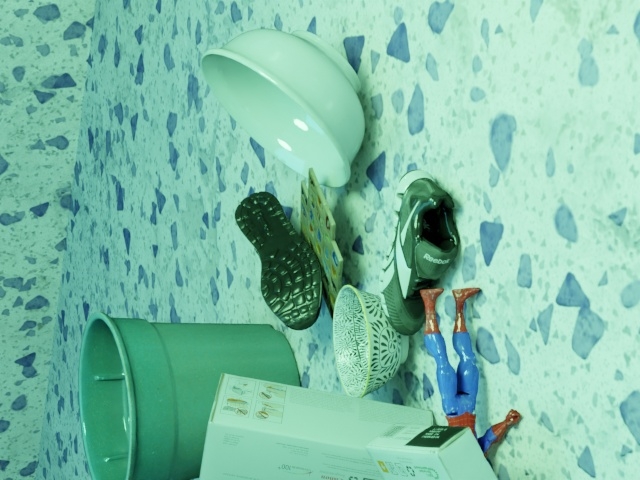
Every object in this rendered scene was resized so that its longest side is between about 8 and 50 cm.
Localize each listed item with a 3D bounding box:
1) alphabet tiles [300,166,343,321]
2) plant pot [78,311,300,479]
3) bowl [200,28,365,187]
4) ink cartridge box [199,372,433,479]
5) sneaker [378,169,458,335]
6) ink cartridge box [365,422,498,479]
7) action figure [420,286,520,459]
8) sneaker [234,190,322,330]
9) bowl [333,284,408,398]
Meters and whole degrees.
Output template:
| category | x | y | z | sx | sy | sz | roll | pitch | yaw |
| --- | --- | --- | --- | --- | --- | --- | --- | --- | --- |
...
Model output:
| category | x | y | z | sx | sy | sz | roll | pitch | yaw |
| --- | --- | --- | --- | --- | --- | --- | --- | --- | --- |
| alphabet tiles | 0.000 | 0.000 | 1.795 | 0.237 | 0.009 | 0.198 | 93 | 160 | -54 |
| plant pot | -0.233 | 0.288 | 2.009 | 0.341 | 0.334 | 0.341 | 177 | 90 | -65 |
| bowl | -0.033 | -0.229 | 1.714 | 0.134 | 0.298 | 0.298 | -50 | 23 | -14 |
| ink cartridge box | -0.017 | 0.358 | 1.583 | 0.130 | 0.309 | 0.272 | -83 | 4 | -64 |
| sneaker | 0.137 | 0.027 | 1.521 | 0.106 | 0.078 | 0.234 | -147 | 60 | -62 |
| ink cartridge box | 0.199 | 0.394 | 1.355 | 0.371 | 0.069 | 0.175 | 63 | 154 | -6 |
| action figure | 0.194 | 0.198 | 1.407 | 0.139 | 0.091 | 0.281 | -11 | 81 | 62 |
| sneaker | -0.049 | 0.048 | 1.894 | 0.124 | 0.107 | 0.283 | 58 | -172 | -52 |
| bowl | 0.080 | 0.147 | 1.633 | 0.170 | 0.080 | 0.170 | 176 | 90 | -74 |
